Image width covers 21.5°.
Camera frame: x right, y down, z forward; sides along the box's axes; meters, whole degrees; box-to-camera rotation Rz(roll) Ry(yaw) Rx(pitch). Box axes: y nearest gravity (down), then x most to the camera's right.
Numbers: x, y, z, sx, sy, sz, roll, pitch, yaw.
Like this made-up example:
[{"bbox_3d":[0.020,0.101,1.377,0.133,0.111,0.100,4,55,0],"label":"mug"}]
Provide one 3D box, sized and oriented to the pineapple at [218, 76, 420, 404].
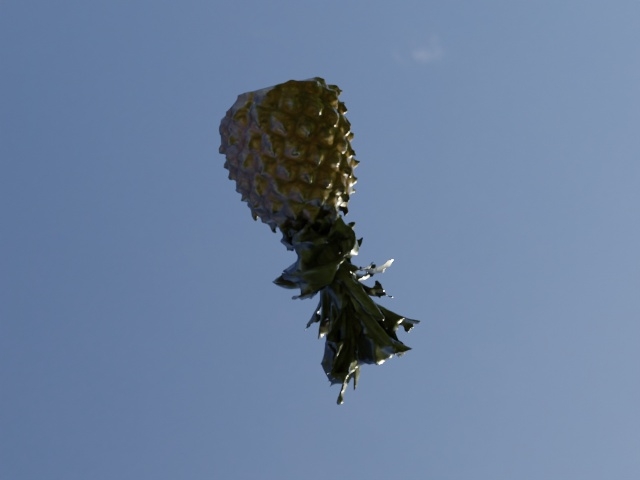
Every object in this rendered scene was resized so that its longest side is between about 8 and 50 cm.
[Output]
[{"bbox_3d":[0.000,0.000,0.664,0.058,0.058,0.124,-9,-104,-47],"label":"pineapple"}]
